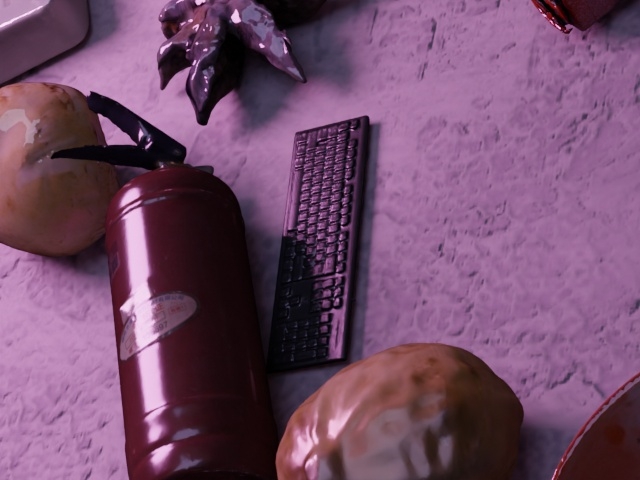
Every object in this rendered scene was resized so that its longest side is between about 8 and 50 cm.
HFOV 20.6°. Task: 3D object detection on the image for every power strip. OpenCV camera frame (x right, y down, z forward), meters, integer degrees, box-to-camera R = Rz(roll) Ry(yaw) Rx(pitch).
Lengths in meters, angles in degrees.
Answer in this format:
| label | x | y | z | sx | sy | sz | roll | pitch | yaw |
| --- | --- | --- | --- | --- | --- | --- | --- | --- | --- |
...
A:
| label | x | y | z | sx | sy | sz | roll | pitch | yaw |
| --- | --- | --- | --- | --- | --- | --- | --- | --- | --- |
| power strip | -0.380 | -0.141 | 1.539 | 0.385 | 0.062 | 0.091 | -24 | 48 | 15 |

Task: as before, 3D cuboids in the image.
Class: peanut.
| label | x | y | z | sx | sy | sz | roll | pitch | yaw |
| --- | --- | --- | --- | --- | --- | --- | --- | --- | --- |
| peanut | 0.051 | 0.132 | 1.081 | 0.159 | 0.109 | 0.140 | -25 | 61 | -1 |

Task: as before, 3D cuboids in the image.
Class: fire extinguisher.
| label | x | y | z | sx | sy | sz | roll | pitch | yaw |
| --- | --- | --- | --- | --- | --- | --- | --- | --- | --- |
| fire extinguisher | -0.113 | 0.033 | 1.224 | 0.102 | 0.138 | 0.344 | 121 | 146 | -45 |

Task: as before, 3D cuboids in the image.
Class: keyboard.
| label | x | y | z | sx | sy | sz | roll | pitch | yaw |
| --- | --- | --- | --- | --- | --- | --- | --- | --- | --- |
| keyboard | 0.000 | 0.000 | 1.257 | 0.067 | 0.011 | 0.202 | -10 | 56 | 26 |

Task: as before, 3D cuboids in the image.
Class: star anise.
| label | x | y | z | sx | sy | sz | roll | pitch | yaw |
| --- | --- | --- | --- | --- | --- | --- | --- | --- | --- |
| star anise | -0.059 | -0.183 | 1.376 | 0.180 | 0.061 | 0.204 | 17 | 70 | 37 |

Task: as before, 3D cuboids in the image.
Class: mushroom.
| label | x | y | z | sx | sy | sz | roll | pitch | yaw |
| --- | --- | --- | --- | --- | --- | --- | --- | --- | --- |
| mushroom | -0.218 | -0.055 | 1.353 | 0.148 | 0.112 | 0.148 | 7 | 108 | 23 |

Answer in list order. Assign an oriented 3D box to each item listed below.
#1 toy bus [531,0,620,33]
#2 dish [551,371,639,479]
| label | x | y | z | sx | sy | sz | roll | pitch | yaw |
| --- | --- | --- | --- | --- | --- | --- | --- | --- | --- |
| toy bus | 0.238 | -0.247 | 1.221 | 0.235 | 0.096 | 0.073 | -39 | 47 | 2 |
| dish | 0.249 | 0.178 | 0.948 | 0.260 | 0.085 | 0.260 | -16 | 54 | 24 |
